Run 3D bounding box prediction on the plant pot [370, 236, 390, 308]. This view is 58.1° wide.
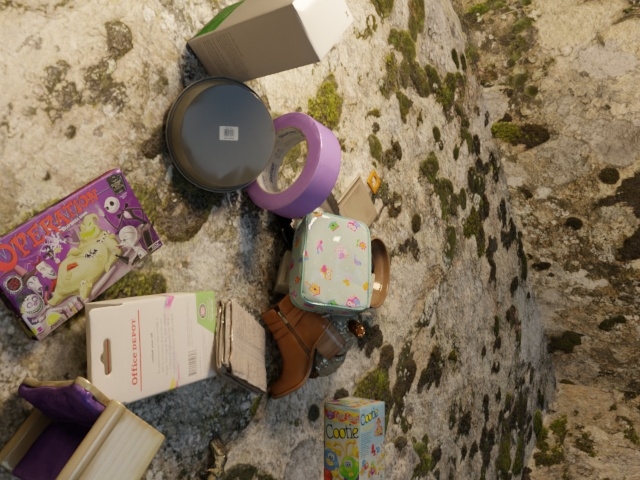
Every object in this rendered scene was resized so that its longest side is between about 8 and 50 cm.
[{"bbox_3d":[0.141,0.106,1.924,0.237,0.109,0.238,4,85,-61],"label":"plant pot"}]

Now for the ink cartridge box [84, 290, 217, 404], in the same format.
[{"bbox_3d":[-0.383,0.224,1.242,0.353,0.119,0.207,0,87,-60],"label":"ink cartridge box"}]

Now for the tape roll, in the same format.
[{"bbox_3d":[-0.078,-0.202,1.558,0.090,0.274,0.275,22,71,-49],"label":"tape roll"}]

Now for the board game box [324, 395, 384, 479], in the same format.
[{"bbox_3d":[0.109,0.654,1.838,0.144,0.142,0.276,6,83,-50],"label":"board game box"}]

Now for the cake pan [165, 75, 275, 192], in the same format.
[{"bbox_3d":[-0.239,-0.266,1.456,0.293,0.054,0.294,-6,101,-30],"label":"cake pan"}]

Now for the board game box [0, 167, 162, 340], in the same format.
[{"bbox_3d":[-0.507,0.019,1.201,0.347,0.056,0.208,-47,118,-41],"label":"board game box"}]

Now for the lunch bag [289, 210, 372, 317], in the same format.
[{"bbox_3d":[0.034,0.072,1.583,0.223,0.108,0.279,12,68,-21],"label":"lunch bag"}]

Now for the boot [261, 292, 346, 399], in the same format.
[{"bbox_3d":[-0.095,0.293,1.618,0.220,0.283,0.109,45,18,-2],"label":"boot"}]

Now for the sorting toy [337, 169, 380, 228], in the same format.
[{"bbox_3d":[0.117,-0.104,1.976,0.348,0.047,0.196,-52,130,-38],"label":"sorting toy"}]

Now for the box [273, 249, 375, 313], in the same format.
[{"bbox_3d":[0.011,0.123,1.675,0.274,0.094,0.113,15,70,-10],"label":"box"}]

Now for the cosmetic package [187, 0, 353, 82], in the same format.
[{"bbox_3d":[-0.127,-0.523,1.447,0.155,0.365,0.197,56,47,-32],"label":"cosmetic package"}]

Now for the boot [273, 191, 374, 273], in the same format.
[{"bbox_3d":[0.000,0.000,1.723,0.222,0.118,0.338,-25,76,-47],"label":"boot"}]

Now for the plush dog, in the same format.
[{"bbox_3d":[0.032,0.312,1.756,0.262,0.210,0.226,-16,127,-48],"label":"plush dog"}]

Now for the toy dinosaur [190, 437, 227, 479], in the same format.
[{"bbox_3d":[-0.286,0.634,1.423,0.118,0.064,0.268,22,74,-55],"label":"toy dinosaur"}]

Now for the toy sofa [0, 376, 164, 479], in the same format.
[{"bbox_3d":[-0.449,0.349,0.998,0.177,0.362,0.150,47,53,-24],"label":"toy sofa"}]

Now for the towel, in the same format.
[{"bbox_3d":[-0.193,0.273,1.464,0.282,0.049,0.187,60,25,-61],"label":"towel"}]
